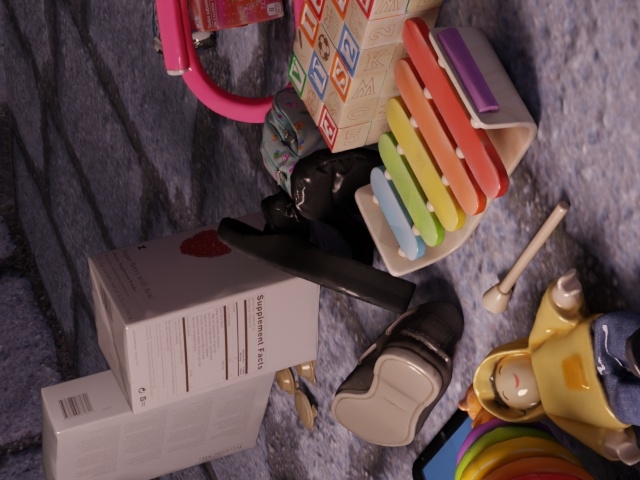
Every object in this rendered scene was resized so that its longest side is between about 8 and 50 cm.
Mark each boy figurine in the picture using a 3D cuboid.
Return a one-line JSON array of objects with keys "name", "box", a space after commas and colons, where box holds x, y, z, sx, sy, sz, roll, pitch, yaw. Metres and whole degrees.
[{"name": "boy figurine", "box": [0.235, 0.113, 1.118, 0.285, 0.092, 0.177, -12, 95, 65]}]

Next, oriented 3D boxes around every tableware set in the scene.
[{"name": "tableware set", "box": [-0.042, 0.208, 1.952, 0.169, 0.020, 0.141, 47, 146, 50]}]

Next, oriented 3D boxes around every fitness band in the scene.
[{"name": "fitness band", "box": [-0.101, -0.286, 1.552, 0.054, 0.209, 0.291, -57, -33, -58]}]

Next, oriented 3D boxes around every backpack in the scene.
[{"name": "backpack", "box": [0.001, -0.107, 1.503, 0.182, 0.152, 0.115, 54, 135, 48]}]

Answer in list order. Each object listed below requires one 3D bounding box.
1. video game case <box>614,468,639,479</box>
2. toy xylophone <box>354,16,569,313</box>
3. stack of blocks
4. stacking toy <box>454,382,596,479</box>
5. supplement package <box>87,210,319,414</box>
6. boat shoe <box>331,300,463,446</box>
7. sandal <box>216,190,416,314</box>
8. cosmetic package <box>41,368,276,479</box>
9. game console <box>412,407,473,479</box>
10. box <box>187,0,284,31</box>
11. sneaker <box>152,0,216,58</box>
[{"name": "video game case", "box": [0.302, 0.370, 1.209, 0.196, 0.026, 0.274, 62, 154, 30]}, {"name": "toy xylophone", "box": [0.137, -0.065, 1.251, 0.236, 0.081, 0.323, 61, 155, 30]}, {"name": "stack of blocks", "box": [0.041, -0.259, 1.350, 0.171, 0.087, 0.297, 63, 155, 29]}, {"name": "stacking toy", "box": [0.189, 0.232, 1.217, 0.302, 0.175, 0.166, -103, 12, -61]}, {"name": "supplement package", "box": [-0.169, 0.099, 1.816, 0.177, 0.293, 0.175, 51, 149, 45]}, {"name": "boat shoe", "box": [0.100, 0.168, 1.511, 0.112, 0.095, 0.335, 35, 155, 3]}, {"name": "sandal", "box": [0.003, 0.001, 1.570, 0.445, 0.167, 0.107, 18, 87, 65]}, {"name": "cosmetic package", "box": [-0.279, 0.304, 2.106, 0.284, 0.377, 0.097, 105, 145, -51]}, {"name": "game console", "box": [0.134, 0.352, 1.425, 0.173, 0.250, 0.293, 40, 149, 11]}, {"name": "box", "box": [-0.143, -0.414, 1.651, 0.128, 0.122, 0.257, -155, 53, -63]}, {"name": "sneaker", "box": [-0.228, -0.336, 1.968, 0.211, 0.080, 0.081, 25, 130, 61]}]
